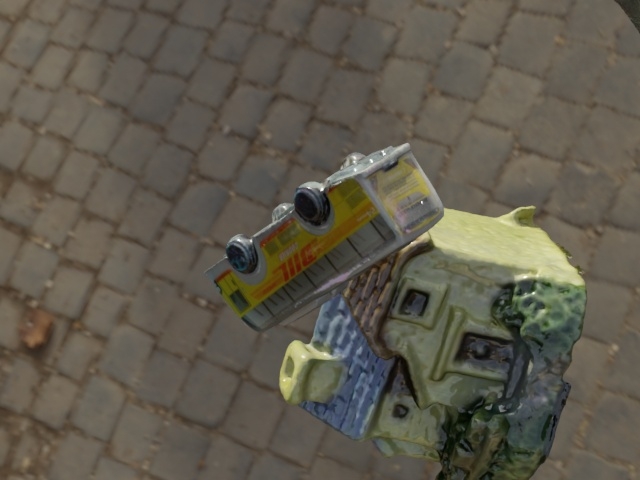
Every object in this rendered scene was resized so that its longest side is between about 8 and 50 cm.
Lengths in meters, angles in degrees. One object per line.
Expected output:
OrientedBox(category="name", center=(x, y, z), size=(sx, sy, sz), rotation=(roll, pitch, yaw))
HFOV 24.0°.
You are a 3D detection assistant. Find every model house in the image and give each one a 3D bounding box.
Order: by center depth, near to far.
OrientedBox(category="model house", center=(0.111, 0.115, 1.658), size=(0.261, 0.266, 0.321), rotation=(-111, 37, -70))

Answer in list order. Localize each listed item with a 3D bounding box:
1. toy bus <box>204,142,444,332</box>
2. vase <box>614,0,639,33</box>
OrientedBox(category="toy bus", center=(0.000, 0.000, 1.429), size=(0.268, 0.092, 0.106), rotation=(-34, 89, 47))
OrientedBox(category="vase", center=(0.440, -0.278, 1.995), size=(0.059, 0.167, 0.059), rotation=(-24, 37, 19))
